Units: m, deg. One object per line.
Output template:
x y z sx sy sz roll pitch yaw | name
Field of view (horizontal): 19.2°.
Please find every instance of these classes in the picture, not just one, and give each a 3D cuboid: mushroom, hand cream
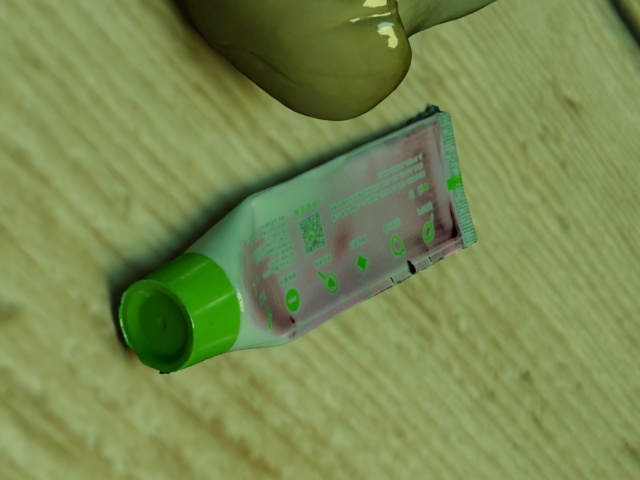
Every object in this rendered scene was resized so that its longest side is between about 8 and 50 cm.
0.086 -0.210 1.042 0.407 0.137 0.154 -45 163 -31 | mushroom
0.001 0.000 1.021 0.275 0.050 0.079 -27 135 -49 | hand cream
